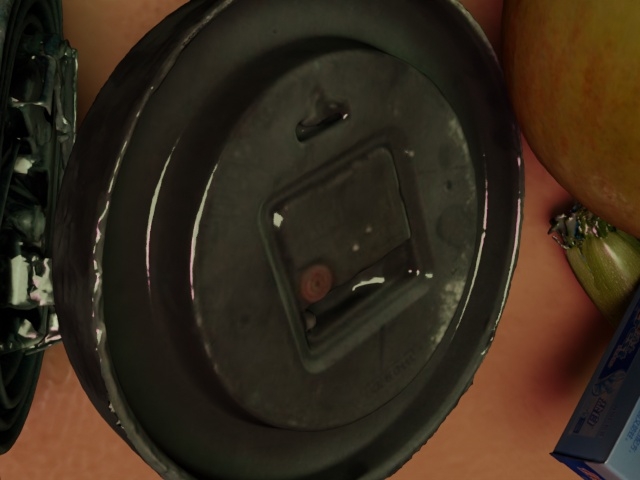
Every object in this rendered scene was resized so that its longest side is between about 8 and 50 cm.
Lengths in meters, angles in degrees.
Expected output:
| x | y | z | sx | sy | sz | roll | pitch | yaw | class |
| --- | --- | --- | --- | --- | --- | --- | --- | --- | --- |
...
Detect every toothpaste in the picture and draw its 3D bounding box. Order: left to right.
| x | y | z | sx | sy | sz | roll | pitch | yaw | class |
| --- | --- | --- | --- | --- | --- | --- | --- | --- | --- |
| 0.230 | 0.028 | 0.490 | 0.066 | 0.053 | 0.272 | 38 | 73 | -13 | toothpaste |

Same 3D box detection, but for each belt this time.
| x | y | z | sx | sy | sz | roll | pitch | yaw | class |
| --- | --- | --- | --- | --- | --- | --- | --- | --- | --- |
| -0.173 | -0.008 | 0.383 | 0.116 | 0.206 | 0.268 | 5 | 102 | -10 | belt |

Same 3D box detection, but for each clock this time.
| x | y | z | sx | sy | sz | roll | pitch | yaw | class |
| --- | --- | --- | --- | --- | --- | --- | --- | --- | --- |
| 0.000 | 0.000 | 0.423 | 0.280 | 0.055 | 0.281 | -12 | 108 | -39 | clock |

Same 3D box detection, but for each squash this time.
| x | y | z | sx | sy | sz | roll | pitch | yaw | class |
| --- | --- | --- | --- | --- | --- | --- | --- | --- | --- |
| 0.209 | 0.048 | 0.535 | 0.052 | 0.052 | 0.183 | -39 | 102 | 0 | squash |

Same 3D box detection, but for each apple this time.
| x | y | z | sx | sy | sz | roll | pitch | yaw | class |
| --- | --- | --- | --- | --- | --- | --- | --- | --- | --- |
| 0.211 | -0.115 | 0.405 | 0.260 | 0.261 | 0.194 | -17 | 130 | -6 | apple |
